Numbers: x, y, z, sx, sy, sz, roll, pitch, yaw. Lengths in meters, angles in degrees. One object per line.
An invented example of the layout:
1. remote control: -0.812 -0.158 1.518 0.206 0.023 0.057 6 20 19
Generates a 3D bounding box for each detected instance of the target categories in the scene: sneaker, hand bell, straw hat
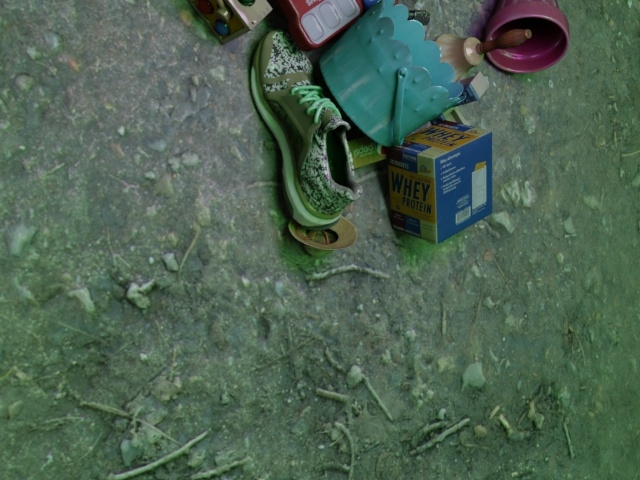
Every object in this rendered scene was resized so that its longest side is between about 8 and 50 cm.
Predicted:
1. sneaker: -0.003 -0.234 1.565 0.158 0.182 0.410 -17 89 -38
2. hand bell: 0.384 -0.448 1.835 0.126 0.242 0.126 3 85 -35
3. straw hat: 0.000 0.000 1.632 0.144 0.144 0.061 -16 134 -36

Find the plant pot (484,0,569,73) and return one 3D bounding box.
1. plant pot: 0.513 -0.549 1.979 0.201 0.201 0.180 29 55 -31

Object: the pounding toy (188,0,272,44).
1. pounding toy: -0.177 -0.446 1.488 0.130 0.141 0.100 50 61 -22

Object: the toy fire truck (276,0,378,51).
1. toy fire truck: 0.006 -0.548 1.605 0.302 0.169 0.254 -42 110 -33

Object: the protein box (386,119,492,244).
1. protein box: 0.267 -0.133 1.756 0.199 0.136 0.201 -27 123 -34

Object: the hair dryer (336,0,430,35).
1. hair dryer: 0.137 -0.449 1.756 0.293 0.080 0.224 11 82 -34

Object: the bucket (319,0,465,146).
1. bucket: 0.143 -0.337 1.617 0.281 0.183 0.281 40 28 -27

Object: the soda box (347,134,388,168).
1. soda box: 0.095 -0.195 1.720 0.181 0.058 0.061 -21 100 -35

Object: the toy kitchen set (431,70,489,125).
1. toy kitchen set: 0.334 -0.258 1.832 0.207 0.166 0.122 52 60 -21
